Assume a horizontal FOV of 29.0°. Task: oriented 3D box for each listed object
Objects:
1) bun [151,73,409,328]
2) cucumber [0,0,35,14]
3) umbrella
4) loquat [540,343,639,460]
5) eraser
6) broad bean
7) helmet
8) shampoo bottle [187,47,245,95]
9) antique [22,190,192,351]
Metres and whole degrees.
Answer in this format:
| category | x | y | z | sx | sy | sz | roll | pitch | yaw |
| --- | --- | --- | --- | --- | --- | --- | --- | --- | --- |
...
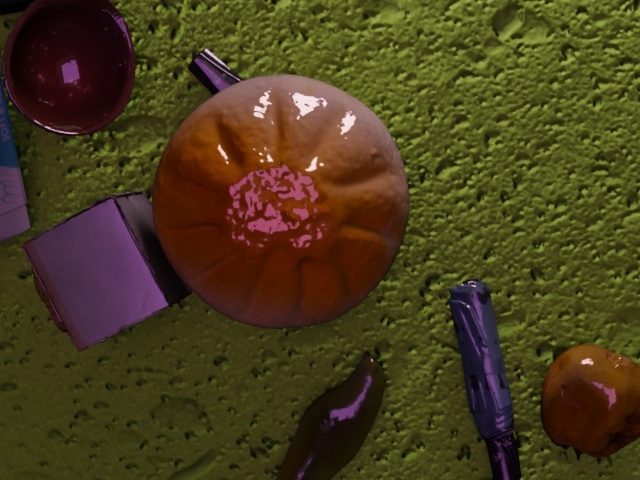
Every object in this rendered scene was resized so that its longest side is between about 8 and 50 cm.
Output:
| category | x | y | z | sx | sy | sz | roll | pitch | yaw |
| --- | --- | --- | --- | --- | --- | --- | --- | --- | --- |
| bun | -0.041 | -0.038 | 1.400 | 0.298 | 0.165 | 0.299 | 0 | 98 | -1 |
| cucumber | -0.373 | -0.297 | 1.482 | 0.105 | 0.048 | 0.048 | -11 | 93 | 6 |
| umbrella | 0.197 | 0.170 | 1.474 | 0.053 | 0.052 | 0.250 | -10 | 93 | 3 |
| loquat | 0.318 | 0.189 | 1.442 | 0.137 | 0.113 | 0.137 | 1 | 108 | 2 |
| eraser | -0.406 | -0.103 | 1.434 | 0.052 | 0.095 | 0.225 | 15 | 121 | 37 |
| broad bean | -0.010 | 0.279 | 1.494 | 0.075 | 0.067 | 0.325 | 30 | 98 | 31 |
| helmet | -0.305 | -0.205 | 1.452 | 0.155 | 0.106 | 0.175 | 12 | 84 | -26 |
| shampoo bottle | -0.099 | -0.172 | 1.482 | 0.137 | 0.027 | 0.048 | 43 | 86 | 0 |
| antique | -0.250 | 0.037 | 1.445 | 0.148 | 0.152 | 0.147 | -26 | 91 | 7 |
